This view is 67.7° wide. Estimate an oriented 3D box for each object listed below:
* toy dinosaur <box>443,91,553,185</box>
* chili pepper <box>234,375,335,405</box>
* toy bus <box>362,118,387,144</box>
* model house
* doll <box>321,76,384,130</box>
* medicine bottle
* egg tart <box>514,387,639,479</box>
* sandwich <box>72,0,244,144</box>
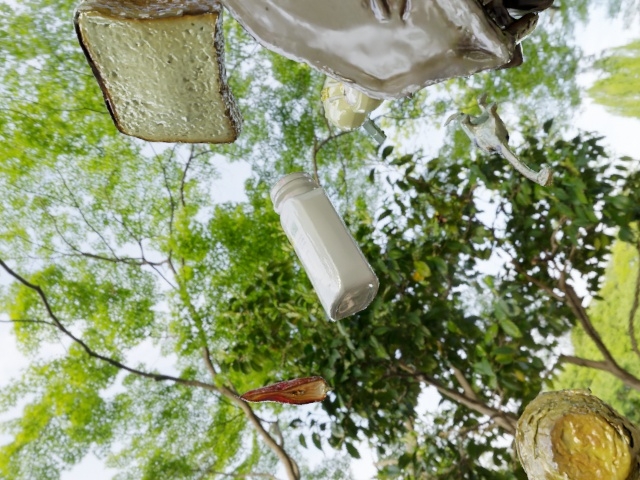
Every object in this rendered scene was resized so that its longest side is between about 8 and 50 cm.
[{"bbox_3d":[0.136,-0.097,0.402,0.037,0.180,0.058,-25,-61,12],"label":"toy dinosaur"},{"bbox_3d":[-0.060,0.265,0.826,0.178,0.027,0.045,-1,-99,-21],"label":"chili pepper"},{"bbox_3d":[0.153,-0.311,1.354,0.083,0.031,0.037,41,-145,-20],"label":"toy bus"},{"bbox_3d":[0.083,-0.327,0.553,0.282,0.317,0.297,-51,-60,-31],"label":"model house"},{"bbox_3d":[0.062,-0.294,0.934,0.296,0.117,0.141,-121,35,-84],"label":"doll"},{"bbox_3d":[0.000,0.000,1.042,0.124,0.324,0.179,-22,-28,-16],"label":"medicine bottle"},{"bbox_3d":[0.272,0.215,0.496,0.130,0.130,0.052,-56,-28,-14],"label":"egg tart"},{"bbox_3d":[-0.299,-0.323,0.922,0.301,0.271,0.099,91,-174,-55],"label":"sandwich"}]
